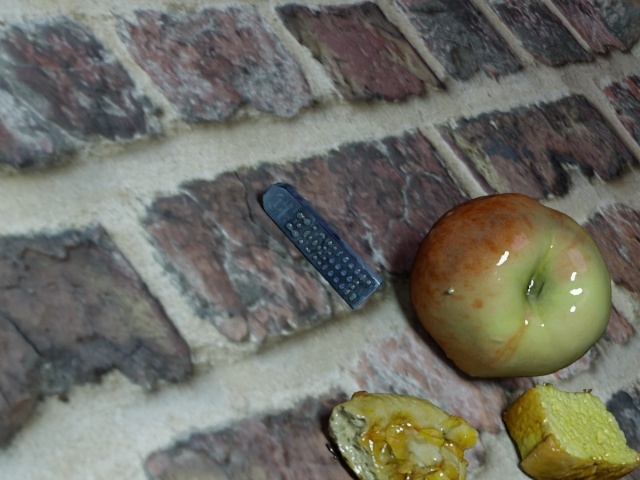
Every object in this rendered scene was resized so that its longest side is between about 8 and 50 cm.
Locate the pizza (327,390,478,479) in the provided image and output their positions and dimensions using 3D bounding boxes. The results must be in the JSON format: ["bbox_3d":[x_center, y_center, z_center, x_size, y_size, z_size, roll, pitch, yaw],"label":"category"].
[{"bbox_3d":[0.086,0.206,1.256,0.182,0.062,0.161,29,38,-34],"label":"pizza"}]

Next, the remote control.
[{"bbox_3d":[0.000,0.000,1.418,0.152,0.043,0.027,48,20,4],"label":"remote control"}]

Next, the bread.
[{"bbox_3d":[0.274,0.216,1.504,0.187,0.065,0.103,9,44,-48],"label":"bread"}]

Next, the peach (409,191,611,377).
[{"bbox_3d":[0.199,0.053,1.501,0.232,0.232,0.232,34,30,-23],"label":"peach"}]
